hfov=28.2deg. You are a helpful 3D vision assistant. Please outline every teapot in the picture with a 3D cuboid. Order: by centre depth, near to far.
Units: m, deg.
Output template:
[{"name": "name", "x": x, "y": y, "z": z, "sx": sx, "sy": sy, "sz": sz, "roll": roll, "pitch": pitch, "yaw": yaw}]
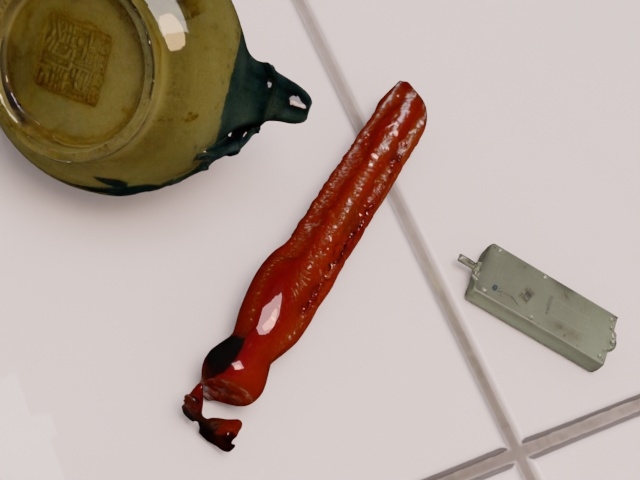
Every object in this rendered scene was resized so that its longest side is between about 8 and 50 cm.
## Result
[{"name": "teapot", "x": -0.135, "y": -0.126, "z": 0.847, "sx": 0.270, "sy": 0.173, "sz": 0.182, "roll": 20, "pitch": 17, "yaw": 15}]

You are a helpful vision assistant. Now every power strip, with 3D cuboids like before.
[{"name": "power strip", "x": 0.160, "y": 0.047, "z": 0.950, "sx": 0.136, "sy": 0.019, "sz": 0.051, "roll": 29, "pitch": 58, "yaw": -7}]

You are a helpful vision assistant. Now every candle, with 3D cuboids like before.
[{"name": "candle", "x": 0.000, "y": 0.000, "z": 0.886, "sx": 0.048, "sy": 0.051, "sz": 0.329, "roll": 29, "pitch": 55, "yaw": 5}]
